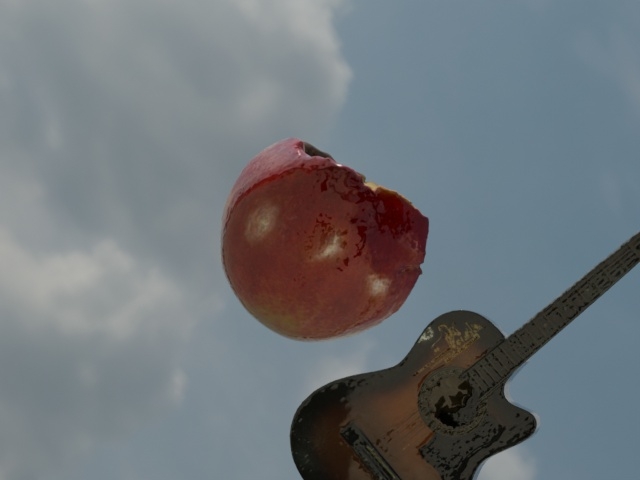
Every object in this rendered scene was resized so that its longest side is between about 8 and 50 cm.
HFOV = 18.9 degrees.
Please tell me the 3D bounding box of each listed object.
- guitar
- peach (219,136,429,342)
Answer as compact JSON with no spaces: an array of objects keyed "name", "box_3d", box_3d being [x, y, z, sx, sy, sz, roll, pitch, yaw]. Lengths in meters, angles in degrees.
[{"name":"guitar","box_3d":[0.089,0.047,0.863,0.088,0.233,0.025,50,6,10]},{"name":"peach","box_3d":[-0.003,0.005,1.283,0.151,0.118,0.151,3,-79,13]}]
